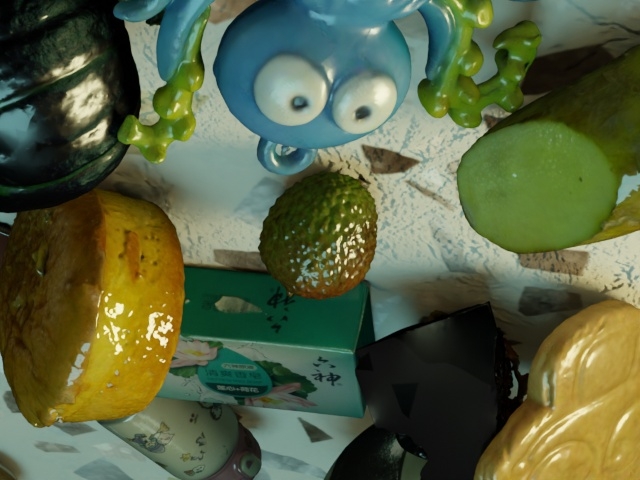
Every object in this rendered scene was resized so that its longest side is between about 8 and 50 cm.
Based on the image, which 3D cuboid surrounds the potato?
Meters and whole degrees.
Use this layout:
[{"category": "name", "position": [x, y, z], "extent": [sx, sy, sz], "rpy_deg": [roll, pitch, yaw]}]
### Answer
[{"category": "potato", "position": [0.240, -0.071, 1.190], "extent": [0.298, 0.141, 0.176], "rpy_deg": [-28, 172, 33]}]

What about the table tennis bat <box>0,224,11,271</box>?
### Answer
[{"category": "table tennis bat", "position": [-0.329, 0.031, 1.648], "extent": [0.220, 0.019, 0.130], "rpy_deg": [22, 145, -13]}]

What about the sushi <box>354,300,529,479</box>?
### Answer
[{"category": "sushi", "position": [0.144, 0.158, 1.572], "extent": [0.153, 0.150, 0.172], "rpy_deg": [-20, 93, 16]}]

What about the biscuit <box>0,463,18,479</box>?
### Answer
[{"category": "biscuit", "position": [-0.519, 0.326, 2.115], "extent": [0.181, 0.049, 0.208], "rpy_deg": [-16, 138, 34]}]

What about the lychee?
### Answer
[{"category": "lychee", "position": [0.000, 0.000, 1.422], "extent": [0.114, 0.114, 0.146], "rpy_deg": [18, 126, -10]}]

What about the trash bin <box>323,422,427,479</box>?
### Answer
[{"category": "trash bin", "position": [0.188, 0.383, 1.792], "extent": [0.432, 0.280, 0.280], "rpy_deg": [32, 141, -34]}]

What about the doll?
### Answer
[{"category": "doll", "position": [0.034, -0.171, 1.075], "extent": [0.346, 0.099, 0.341], "rpy_deg": [3, 136, -24]}]

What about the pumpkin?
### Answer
[{"category": "pumpkin", "position": [-0.218, -0.159, 1.181], "extent": [0.248, 0.248, 0.248], "rpy_deg": [8, 146, 5]}]

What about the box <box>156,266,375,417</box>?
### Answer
[{"category": "box", "position": [-0.069, 0.109, 1.619], "extent": [0.245, 0.092, 0.153], "rpy_deg": [5, 146, 10]}]

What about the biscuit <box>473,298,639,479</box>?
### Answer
[{"category": "biscuit", "position": [0.262, 0.230, 1.551], "extent": [0.051, 0.269, 0.376], "rpy_deg": [35, 135, 39]}]

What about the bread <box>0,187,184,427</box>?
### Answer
[{"category": "bread", "position": [-0.235, 0.067, 1.487], "extent": [0.145, 0.268, 0.268], "rpy_deg": [9, 150, -27]}]

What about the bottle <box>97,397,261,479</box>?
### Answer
[{"category": "bottle", "position": [-0.163, 0.226, 1.805], "extent": [0.110, 0.110, 0.233], "rpy_deg": [-15, 138, 34]}]
